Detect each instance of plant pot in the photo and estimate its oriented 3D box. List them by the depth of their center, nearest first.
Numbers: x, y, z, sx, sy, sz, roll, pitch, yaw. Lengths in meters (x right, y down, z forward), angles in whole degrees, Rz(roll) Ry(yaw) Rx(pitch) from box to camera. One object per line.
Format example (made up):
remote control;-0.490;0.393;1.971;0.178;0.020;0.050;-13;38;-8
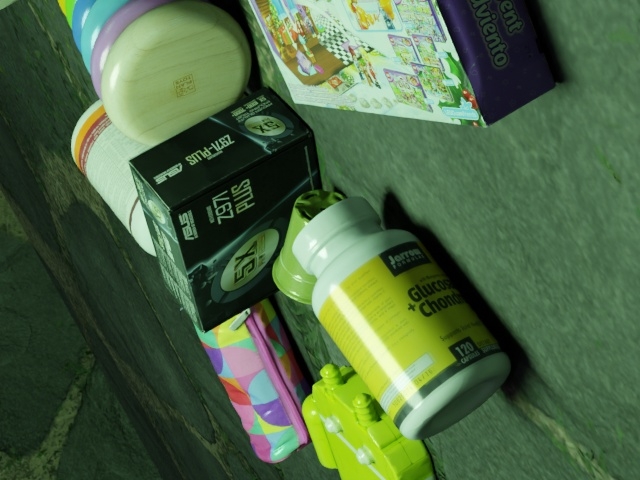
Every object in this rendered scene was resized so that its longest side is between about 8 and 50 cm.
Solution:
plant pot;0.000;0.000;1.263;0.083;0.083;0.079;46;146;39

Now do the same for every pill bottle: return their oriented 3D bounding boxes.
pill bottle;0.058;0.057;1.129;0.184;0.103;0.103;53;162;20
pill bottle;-0.168;-0.058;1.551;0.221;0.121;0.121;48;159;34

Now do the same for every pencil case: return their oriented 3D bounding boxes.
pencil case;-0.075;0.140;1.657;0.104;0.104;0.236;25;143;62

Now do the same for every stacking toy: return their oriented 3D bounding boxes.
stacking toy;-0.196;-0.228;1.352;0.330;0.141;0.141;49;160;42

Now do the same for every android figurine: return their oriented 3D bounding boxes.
android figurine;0.062;0.241;1.508;0.248;0.056;0.273;41;156;48

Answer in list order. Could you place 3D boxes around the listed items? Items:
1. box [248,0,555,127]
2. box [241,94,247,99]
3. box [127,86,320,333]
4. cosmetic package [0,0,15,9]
box;0.020;-0.181;0.925;0.201;0.057;0.293;65;162;-18
box;-0.128;-0.135;1.420;0.232;0.058;0.087;42;155;44
box;-0.078;-0.025;1.305;0.077;0.147;0.180;48;159;36
cosmetic package;-0.394;-0.399;1.620;0.153;0.129;0.296;54;161;13
